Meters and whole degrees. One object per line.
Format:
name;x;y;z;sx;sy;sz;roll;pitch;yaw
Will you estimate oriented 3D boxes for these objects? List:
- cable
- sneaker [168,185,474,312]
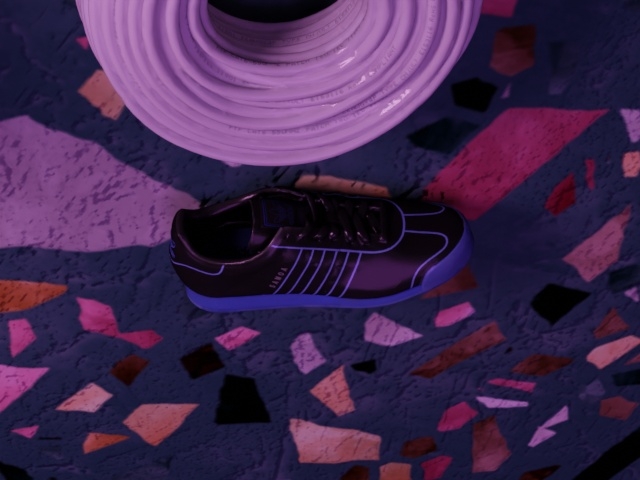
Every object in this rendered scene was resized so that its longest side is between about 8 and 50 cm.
cable;-0.027;-0.161;0.897;0.257;0.089;0.257;-33;133;25
sneaker;0.000;0.000;1.090;0.232;0.081;0.090;-10;146;3
